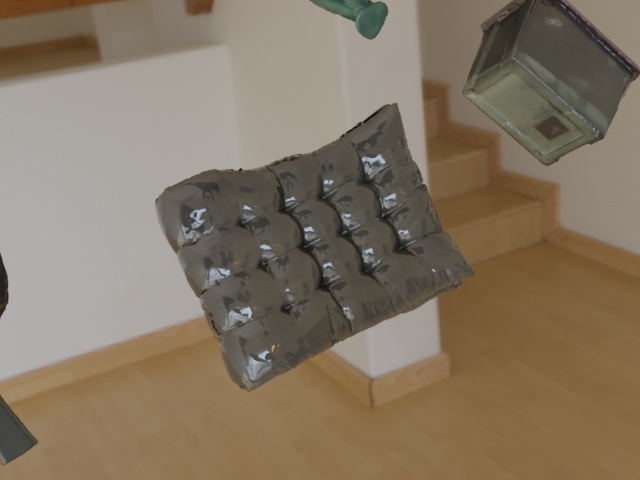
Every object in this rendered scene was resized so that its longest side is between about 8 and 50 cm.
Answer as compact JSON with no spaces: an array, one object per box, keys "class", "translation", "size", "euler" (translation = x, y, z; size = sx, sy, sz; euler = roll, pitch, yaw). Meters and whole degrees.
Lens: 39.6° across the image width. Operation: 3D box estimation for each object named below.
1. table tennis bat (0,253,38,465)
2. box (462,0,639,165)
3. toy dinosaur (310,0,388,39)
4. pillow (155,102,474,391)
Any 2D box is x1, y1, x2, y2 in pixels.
[{"class":"table tennis bat","translation":[-0.238,0.047,0.524],"size":[0.130,0.220,0.019],"euler":[-38,26,-25]},{"class":"box","translation":[0.130,-0.094,0.517],"size":[0.060,0.085,0.063],"euler":[-27,29,57]},{"class":"toy dinosaur","translation":[-0.023,-0.310,0.798],"size":[0.383,0.129,0.331],"euler":[-36,43,-13]},{"class":"pillow","translation":[0.000,0.000,0.975],"size":[0.326,0.228,0.101],"euler":[-23,-8,-29]}]
